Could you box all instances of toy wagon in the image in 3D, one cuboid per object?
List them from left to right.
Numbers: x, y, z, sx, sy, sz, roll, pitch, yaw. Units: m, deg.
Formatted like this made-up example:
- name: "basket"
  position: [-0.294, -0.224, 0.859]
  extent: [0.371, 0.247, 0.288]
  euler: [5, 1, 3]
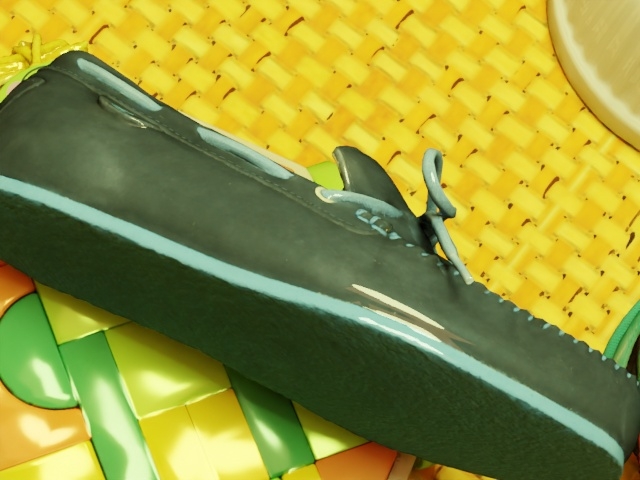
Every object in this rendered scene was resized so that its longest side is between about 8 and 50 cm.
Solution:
- name: "toy wagon"
  position: [-0.098, 0.036, 0.949]
  extent: [0.267, 0.068, 0.344]
  euler: [-18, 72, -16]

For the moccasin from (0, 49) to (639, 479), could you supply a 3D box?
- name: "moccasin"
  position: [0.000, 0.000, 0.871]
  extent: [0.342, 0.137, 0.117]
  euler: [27, 61, 2]

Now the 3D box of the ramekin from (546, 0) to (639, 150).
- name: "ramekin"
  position: [0.240, -0.149, 1.060]
  extent: [0.207, 0.109, 0.207]
  euler: [3, 68, -8]

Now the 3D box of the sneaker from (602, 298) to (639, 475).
- name: "sneaker"
  position: [0.207, 0.135, 0.933]
  extent: [0.124, 0.178, 0.295]
  euler: [-5, 109, 4]
